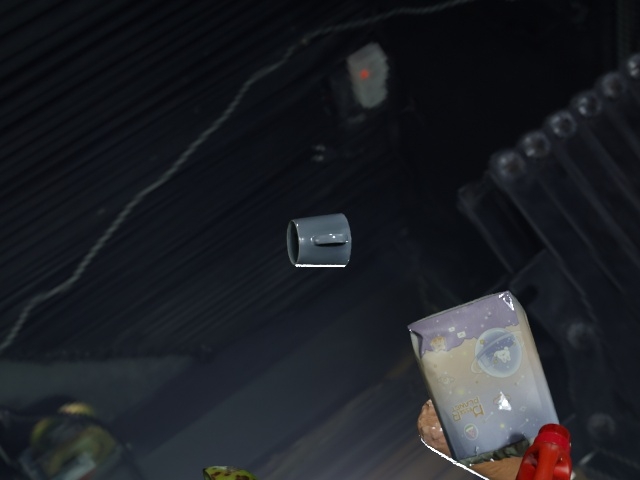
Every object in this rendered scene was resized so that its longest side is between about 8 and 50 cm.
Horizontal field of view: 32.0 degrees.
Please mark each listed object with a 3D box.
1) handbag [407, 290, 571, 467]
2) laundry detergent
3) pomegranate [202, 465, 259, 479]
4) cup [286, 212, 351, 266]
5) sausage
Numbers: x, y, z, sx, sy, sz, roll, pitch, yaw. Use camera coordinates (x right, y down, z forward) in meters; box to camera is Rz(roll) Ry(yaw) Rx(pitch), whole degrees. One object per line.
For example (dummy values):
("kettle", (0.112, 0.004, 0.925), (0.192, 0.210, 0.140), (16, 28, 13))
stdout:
("handbag", (0.165, 0.145, 1.100), (0.095, 0.117, 0.173), (15, 55, -75))
("laundry detergent", (0.179, 0.205, 0.913), (0.049, 0.165, 0.097), (15, -54, 13))
("pomegranate", (-0.124, 0.383, 1.491), (0.122, 0.169, 0.143), (7, -67, 17))
("cup", (0.000, 0.000, 1.611), (0.100, 0.077, 0.078), (162, -77, -72))
("sausage", (0.265, 0.340, 1.837), (0.289, 0.086, 0.086), (32, -2, -33))
